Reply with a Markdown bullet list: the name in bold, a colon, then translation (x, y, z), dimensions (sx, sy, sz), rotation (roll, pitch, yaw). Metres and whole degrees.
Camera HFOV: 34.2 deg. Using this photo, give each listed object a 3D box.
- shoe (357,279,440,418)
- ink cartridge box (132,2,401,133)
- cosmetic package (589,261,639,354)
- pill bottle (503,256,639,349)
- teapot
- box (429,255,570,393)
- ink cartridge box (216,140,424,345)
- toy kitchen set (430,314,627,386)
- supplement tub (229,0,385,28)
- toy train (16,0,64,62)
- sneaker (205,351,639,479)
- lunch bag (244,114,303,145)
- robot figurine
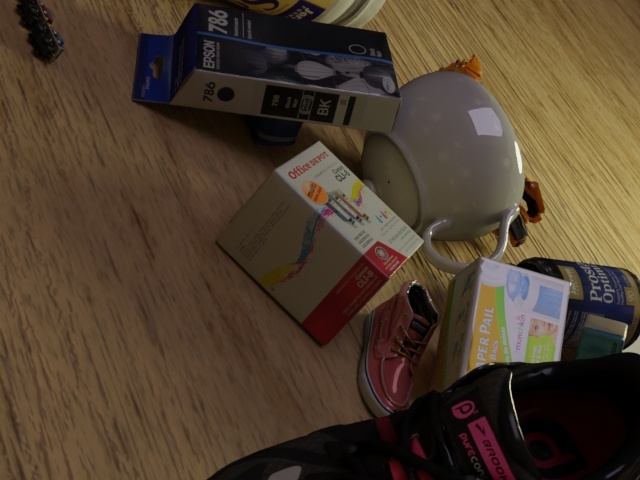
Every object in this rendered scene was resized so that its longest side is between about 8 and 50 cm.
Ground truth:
- **shoe**: translation (0.091, 0.122, 1.185), dimensions (0.063, 0.081, 0.178), rotation (30, 33, -18)
- **ink cartridge box**: translation (-0.069, -0.226, 1.338), dimensions (0.332, 0.065, 0.165), rotation (5, 42, -11)
- **cosmetic package**: translation (0.446, 0.145, 1.572), dimensions (0.099, 0.060, 0.239), rotation (28, 34, -20)
- **pill bottle**: translation (0.330, 0.088, 1.437), dimensions (0.219, 0.123, 0.123), rotation (7, 44, -26)
- **teapot**: translation (0.143, -0.094, 1.412), dimensions (0.187, 0.256, 0.253), rotation (-25, 105, -19)
- **box**: translation (0.193, 0.137, 1.152), dimensions (0.114, 0.103, 0.203), rotation (15, 69, -8)
- **ink cartridge box**: translation (0.000, 0.000, 1.190), dimensions (0.176, 0.127, 0.128), rotation (43, 31, 4)
- **toy kitchen set**: translation (0.255, 0.165, 1.283), dimensions (0.207, 0.122, 0.166), rotation (14, 28, 16)
- **supplement tub**: translation (-0.065, -0.464, 1.583), dimensions (0.331, 0.241, 0.241), rotation (15, 40, -37)
- **toy train**: translation (-0.340, -0.270, 1.246), dimensions (0.036, 0.027, 0.158), rotation (18, 37, -51)
- **sneaker**: translation (0.086, 0.193, 0.877), dimensions (0.482, 0.202, 0.185), rotation (-18, 59, -22)
- **lunch bag**: translation (-0.066, -0.175, 1.395), dimensions (0.067, 0.065, 0.098), rotation (0, 49, -27)
- **robot figurine**: translation (0.251, -0.129, 1.562), dimensions (0.291, 0.085, 0.211), rotation (64, 3, -4)
